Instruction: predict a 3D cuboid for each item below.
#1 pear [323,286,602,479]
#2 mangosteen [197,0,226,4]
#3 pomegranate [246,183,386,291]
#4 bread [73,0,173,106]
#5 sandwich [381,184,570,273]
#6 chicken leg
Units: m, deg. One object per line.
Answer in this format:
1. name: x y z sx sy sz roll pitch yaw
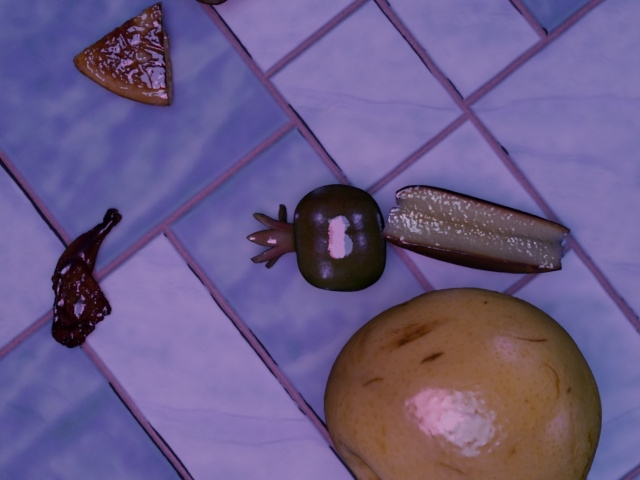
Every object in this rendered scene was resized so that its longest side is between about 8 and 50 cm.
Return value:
1. pear: 0.182 0.225 1.433 0.348 0.348 0.348 0 89 2
2. mangosteen: -0.166 -0.443 1.522 0.209 0.210 0.210 0 89 2
3. pomegranate: 0.000 0.000 1.552 0.191 0.131 0.152 -6 95 24
4. bread: -0.254 -0.248 1.591 0.154 0.054 0.136 -36 87 6
5. sandwich: 0.209 -0.012 1.548 0.258 0.096 0.094 14 86 -9
6. chicken leg: -0.339 0.052 1.592 0.093 0.053 0.205 6 97 -21
